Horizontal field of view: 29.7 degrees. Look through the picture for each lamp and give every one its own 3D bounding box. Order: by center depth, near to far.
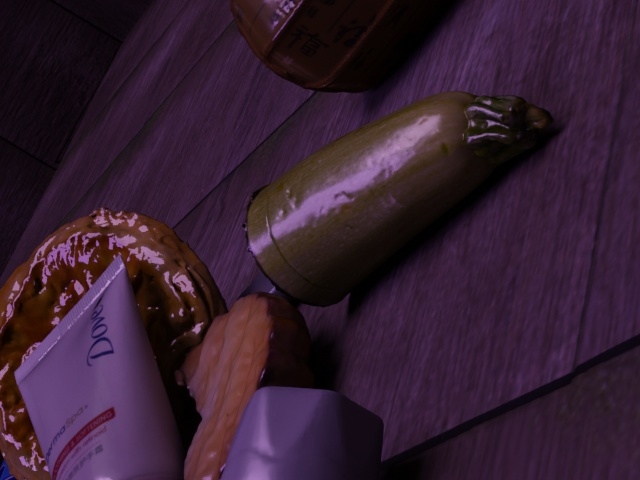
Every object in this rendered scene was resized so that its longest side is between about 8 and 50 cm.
[{"bbox_3d":[0.023,-0.222,0.986,0.185,0.161,0.161,-52,18,29],"label":"lamp"}]

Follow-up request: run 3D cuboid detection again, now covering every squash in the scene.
[{"bbox_3d":[0.052,-0.035,0.737,0.224,0.094,0.094,-29,33,43],"label":"squash"}]

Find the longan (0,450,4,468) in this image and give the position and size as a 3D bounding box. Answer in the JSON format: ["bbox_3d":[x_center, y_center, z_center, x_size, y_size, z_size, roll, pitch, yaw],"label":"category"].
[{"bbox_3d":[-0.322,0.161,1.296,0.167,0.167,0.187,-145,73,-73],"label":"longan"}]

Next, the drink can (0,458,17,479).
[{"bbox_3d":[-0.238,0.184,1.134,0.097,0.097,0.235,-46,21,37],"label":"drink can"}]

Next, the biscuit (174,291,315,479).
[{"bbox_3d":[-0.041,0.100,0.784,0.118,0.061,0.183,-50,21,21],"label":"biscuit"}]

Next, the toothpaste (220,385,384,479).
[{"bbox_3d":[-0.039,0.244,0.519,0.125,0.080,0.371,-35,35,51],"label":"toothpaste"}]

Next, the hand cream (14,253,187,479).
[{"bbox_3d":[-0.146,0.128,0.836,0.133,0.083,0.248,-46,44,12],"label":"hand cream"}]

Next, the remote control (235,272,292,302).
[{"bbox_3d":[0.000,0.000,0.897,0.184,0.027,0.050,-48,21,20],"label":"remote control"}]

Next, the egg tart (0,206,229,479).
[{"bbox_3d":[-0.161,0.097,0.955,0.241,0.106,0.241,-7,76,28],"label":"egg tart"}]
